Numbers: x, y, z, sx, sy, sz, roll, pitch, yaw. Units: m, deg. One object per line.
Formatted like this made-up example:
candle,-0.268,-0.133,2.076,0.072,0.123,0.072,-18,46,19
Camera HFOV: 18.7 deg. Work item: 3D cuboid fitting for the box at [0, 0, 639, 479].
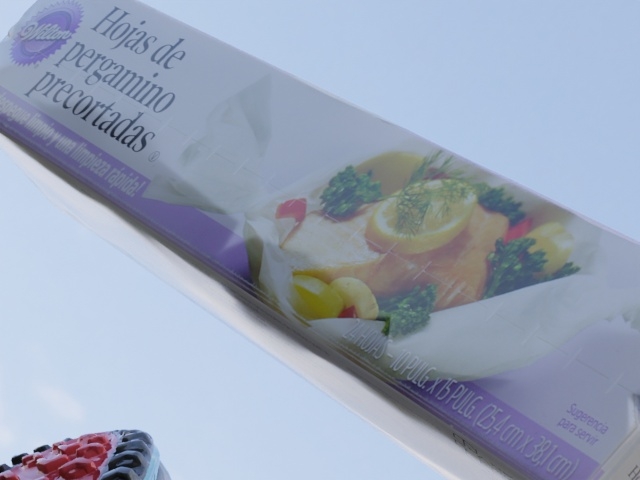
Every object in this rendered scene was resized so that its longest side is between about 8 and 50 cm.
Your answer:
box,0.000,0.000,0.540,0.324,0.063,0.067,30,-17,51

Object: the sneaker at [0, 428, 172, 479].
sneaker,-0.104,0.181,0.683,0.104,0.262,0.125,-12,-55,24
